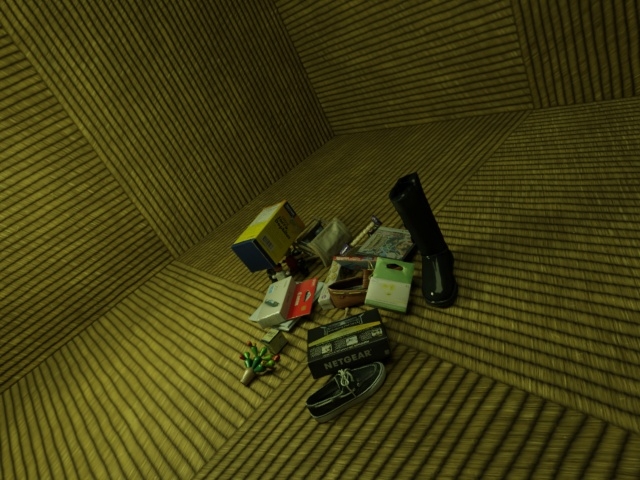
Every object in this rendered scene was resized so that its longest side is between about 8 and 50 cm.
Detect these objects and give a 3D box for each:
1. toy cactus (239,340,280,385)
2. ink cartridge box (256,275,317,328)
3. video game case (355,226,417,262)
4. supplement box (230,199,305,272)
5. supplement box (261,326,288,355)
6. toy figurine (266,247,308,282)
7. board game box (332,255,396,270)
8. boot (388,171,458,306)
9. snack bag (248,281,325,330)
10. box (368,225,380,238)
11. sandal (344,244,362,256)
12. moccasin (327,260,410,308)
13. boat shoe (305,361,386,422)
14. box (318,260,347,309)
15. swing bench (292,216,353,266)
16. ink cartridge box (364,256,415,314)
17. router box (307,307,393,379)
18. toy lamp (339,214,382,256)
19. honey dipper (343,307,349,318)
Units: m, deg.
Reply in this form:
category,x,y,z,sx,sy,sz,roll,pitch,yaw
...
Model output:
category,x,y,z,sx,sy,sz,roll,pitch,yaw
toy cactus,-0.283,0.531,1.855,0.218,0.112,0.181,8,53,38
ink cartridge box,-0.158,0.280,2.115,0.261,0.066,0.296,-22,24,19
video game case,0.344,0.021,2.120,0.248,0.035,0.275,10,35,33
supplement box,-0.277,-0.023,2.345,0.194,0.195,0.357,-14,32,43
supplement box,-0.203,0.448,1.925,0.056,0.083,0.083,4,40,47
toy figurine,-0.193,0.135,2.363,0.209,0.148,0.213,-30,20,-22
board game box,0.209,0.113,2.068,0.281,0.145,0.027,-1,64,43
boot,0.412,-0.007,1.738,0.146,0.445,0.367,-17,28,22
snack bag,-0.175,0.320,2.183,0.342,0.037,0.323,-3,35,45
box,0.301,-0.039,2.347,0.062,0.052,0.083,-37,29,-15
sandal,0.218,0.061,2.252,0.240,0.088,0.079,-31,-6,-20
moccasin,0.215,0.184,1.923,0.379,0.147,0.139,-16,29,22
boat shoe,0.087,0.507,1.517,0.306,0.105,0.113,-29,27,-3
box,0.067,0.205,2.122,0.067,0.063,0.324,-15,29,28
swing bench,0.000,0.000,2.441,0.254,0.165,0.253,4,40,47
ink cartridge box,0.293,0.177,1.802,0.171,0.056,0.235,11,66,14
router box,0.103,0.389,1.663,0.308,0.081,0.243,-19,17,5
toy lamp,0.211,-0.015,2.297,0.275,0.080,0.080,-48,25,7
honey dipper,0.102,0.346,1.878,0.030,0.031,0.161,-16,27,23
